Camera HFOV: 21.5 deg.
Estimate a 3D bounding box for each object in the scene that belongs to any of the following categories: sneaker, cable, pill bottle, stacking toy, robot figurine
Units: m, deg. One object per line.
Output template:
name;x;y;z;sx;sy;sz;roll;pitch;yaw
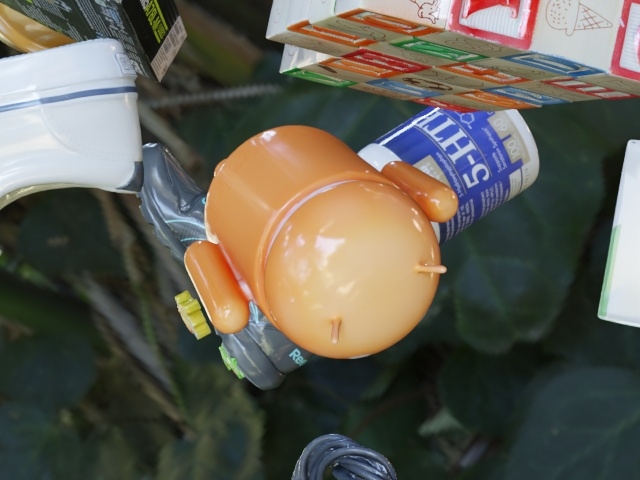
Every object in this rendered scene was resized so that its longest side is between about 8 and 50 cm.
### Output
sneaker;-0.083;0.010;1.625;0.106;0.267;0.101;-34;-7;9
cable;0.033;0.257;1.422;0.150;0.047;0.184;-46;60;41
sneaker;-0.215;-0.034;0.869;0.258;0.091;0.094;-14;0;-3
pill bottle;0.093;-0.052;1.510;0.186;0.112;0.112;-33;16;-19
stacking toy;-0.048;0.076;1.822;0.167;0.052;0.221;-27;26;-13
robot figurine;-0.002;0.001;1.146;0.219;0.158;0.128;42;118;56

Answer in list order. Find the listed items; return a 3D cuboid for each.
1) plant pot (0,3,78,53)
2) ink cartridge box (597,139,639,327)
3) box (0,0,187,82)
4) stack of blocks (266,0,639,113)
plant pot;-0.226;-0.266;1.590;0.205;0.205;0.188;-54;22;-4
ink cartridge box;0.396;-0.010;1.937;0.278;0.117;0.201;-15;-66;-78
box;-0.174;-0.168;0.980;0.045;0.184;0.191;-60;-6;-7
stack of blocks;0.063;-0.134;0.923;0.297;0.171;0.087;-174;96;-74
